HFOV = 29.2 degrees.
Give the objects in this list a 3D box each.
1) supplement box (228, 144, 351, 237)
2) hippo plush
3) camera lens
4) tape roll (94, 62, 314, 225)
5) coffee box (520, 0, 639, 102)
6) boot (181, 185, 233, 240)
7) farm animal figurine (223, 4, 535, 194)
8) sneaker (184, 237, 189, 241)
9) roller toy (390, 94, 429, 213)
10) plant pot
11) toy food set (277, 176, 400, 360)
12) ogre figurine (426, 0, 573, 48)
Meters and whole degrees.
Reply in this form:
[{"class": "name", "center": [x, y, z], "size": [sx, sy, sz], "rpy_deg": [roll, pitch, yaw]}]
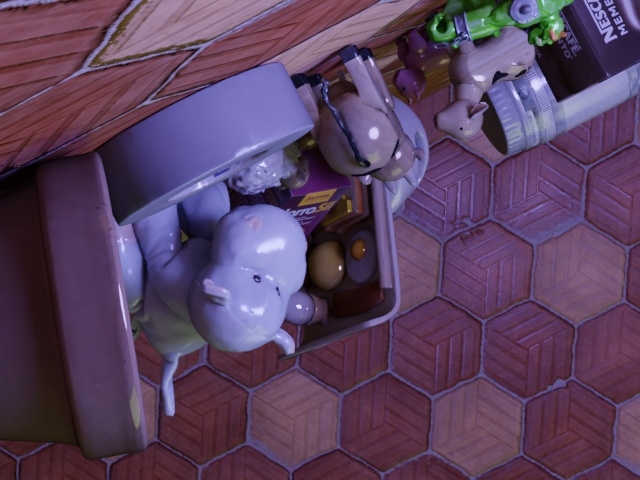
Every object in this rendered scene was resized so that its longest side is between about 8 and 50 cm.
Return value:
[{"class": "supplement box", "center": [-0.056, -0.048, 1.634], "size": [0.104, 0.081, 0.188], "rpy_deg": [-11, 156, -38]}, {"class": "hippo plush", "center": [-0.148, 0.040, 1.442], "size": [0.236, 0.234, 0.294], "rpy_deg": [2, -119, 57]}, {"class": "camera lens", "center": [0.391, -0.293, 2.086], "size": [0.274, 0.219, 0.219], "rpy_deg": [-28, -179, -2]}, {"class": "tape roll", "center": [-0.118, -0.094, 1.213], "size": [0.219, 0.072, 0.219], "rpy_deg": [-28, -178, 1]}, {"class": "coffee box", "center": [0.404, -0.318, 1.581], "size": [0.297, 0.168, 0.119], "rpy_deg": [-28, -178, -24]}, {"class": "boot", "center": [-0.140, -0.080, 1.721], "size": [0.262, 0.095, 0.203], "rpy_deg": [-31, -176, -43]}, {"class": "farm animal figurine", "center": [0.082, -0.145, 1.451], "size": [0.330, 0.172, 0.326], "rpy_deg": [-27, -179, 31]}, {"class": "sneaker", "center": [-0.207, -0.046, 1.866], "size": [0.300, 0.111, 0.121], "rpy_deg": [-30, 178, -18]}, {"class": "roller toy", "center": [0.061, -0.128, 1.888], "size": [0.209, 0.191, 0.146], "rpy_deg": [-39, -176, 34]}, {"class": "plant pot", "center": [-0.279, 0.067, 1.044], "size": [0.229, 0.263, 0.263], "rpy_deg": [-8, 178, -10]}, {"class": "toy food set", "center": [0.000, 0.000, 1.729], "size": [0.092, 0.306, 0.219], "rpy_deg": [8, 158, -35]}, {"class": "ogre figurine", "center": [0.208, -0.258, 1.339], "size": [0.118, 0.097, 0.197], "rpy_deg": [-3, -178, 40]}]
